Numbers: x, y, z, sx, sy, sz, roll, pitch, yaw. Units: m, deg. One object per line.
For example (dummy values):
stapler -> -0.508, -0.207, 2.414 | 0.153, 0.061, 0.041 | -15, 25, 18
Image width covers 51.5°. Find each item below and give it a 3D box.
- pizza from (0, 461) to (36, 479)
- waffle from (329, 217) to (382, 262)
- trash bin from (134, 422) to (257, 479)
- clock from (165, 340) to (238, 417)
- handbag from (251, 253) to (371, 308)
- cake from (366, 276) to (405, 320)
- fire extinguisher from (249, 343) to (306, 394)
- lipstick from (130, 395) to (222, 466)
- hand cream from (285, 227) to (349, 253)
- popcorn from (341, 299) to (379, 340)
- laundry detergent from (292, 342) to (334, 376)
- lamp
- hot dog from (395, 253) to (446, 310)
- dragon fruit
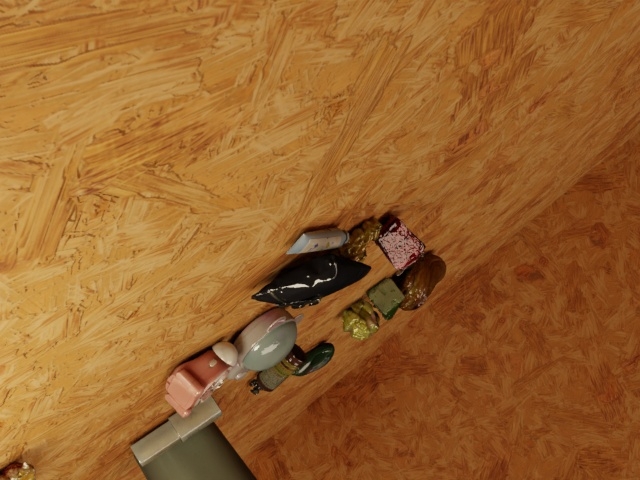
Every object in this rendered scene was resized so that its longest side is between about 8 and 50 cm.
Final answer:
pizza -> -0.629, 0.493, 1.318 | 0.193, 0.053, 0.201 | -39, 152, 6
waffle -> 0.081, 0.026, 1.591 | 0.149, 0.051, 0.194 | -32, 162, -15
trash bin -> -0.323, 0.733, 1.926 | 0.280, 0.432, 0.280 | -35, 162, -13
clock -> -0.274, 0.310, 1.545 | 0.162, 0.093, 0.166 | -35, 164, -44
handbag -> -0.016, 0.092, 1.461 | 0.211, 0.089, 0.254 | -24, 168, 17
cake -> 0.229, 0.206, 2.273 | 0.099, 0.100, 0.235 | -37, 163, -2
fire extinguisher -> -0.145, 0.432, 2.128 | 0.252, 0.075, 0.106 | -45, 162, 20
lipstick -> -0.398, 0.525, 1.840 | 0.253, 0.077, 0.079 | -33, 162, -21
hand cream -> 0.000, 0.000, 1.367 | 0.170, 0.043, 0.065 | -10, 148, -53
popcorn -> 0.134, 0.271, 2.216 | 0.126, 0.126, 0.145 | -32, 146, 14
laundry detergent -> -0.041, 0.432, 2.375 | 0.211, 0.063, 0.137 | -11, 146, -53
lamp -> -0.147, 0.269, 1.652 | 0.246, 0.108, 0.179 | -43, 158, 16
hot dog -> 0.349, 0.140, 2.327 | 0.196, 0.122, 0.272 | -50, 174, 34
dragon fruit -> 0.181, -0.003, 1.655 | 0.102, 0.096, 0.147 | -41, 121, -6
